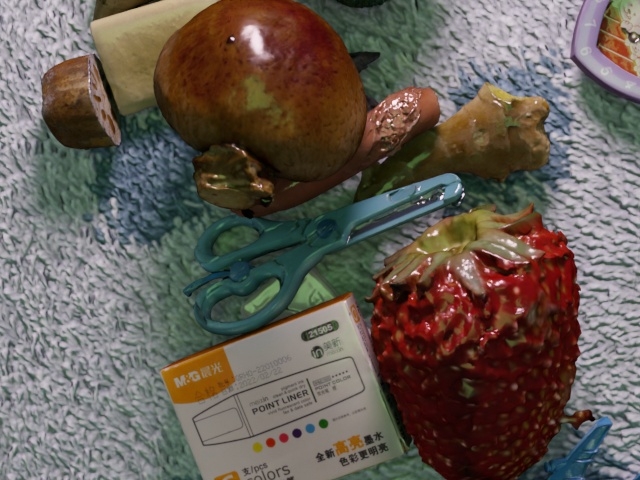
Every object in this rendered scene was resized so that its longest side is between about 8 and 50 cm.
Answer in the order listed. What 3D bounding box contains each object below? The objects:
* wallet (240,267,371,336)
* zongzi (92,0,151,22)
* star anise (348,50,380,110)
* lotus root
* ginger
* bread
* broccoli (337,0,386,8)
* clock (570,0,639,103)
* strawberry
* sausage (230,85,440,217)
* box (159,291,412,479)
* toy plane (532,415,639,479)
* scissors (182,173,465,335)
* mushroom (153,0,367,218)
[{"bbox_3d":[-0.011,0.123,1.638,0.124,0.032,0.183,-41,86,1],"label":"wallet"},{"bbox_3d":[-0.208,-0.351,1.639,0.195,0.099,0.197,10,114,-6],"label":"zongzi"},{"bbox_3d":[-0.013,-0.183,1.628,0.205,0.061,0.180,-9,88,3],"label":"star anise"},{"bbox_3d":[-0.313,-0.177,1.625,0.081,0.112,0.122,-18,56,13],"label":"lotus root"},{"bbox_3d":[0.170,-0.102,1.612,0.295,0.086,0.131,-31,100,11],"label":"ginger"},{"bbox_3d":[-0.203,-0.253,1.632,0.178,0.060,0.139,-15,112,1],"label":"bread"},{"bbox_3d":[0.048,-0.433,1.563,0.270,0.270,0.270,-4,57,3],"label":"broccoli"},{"bbox_3d":[0.408,-0.265,1.602,0.172,0.064,0.198,-19,88,3],"label":"clock"},{"bbox_3d":[0.216,0.135,1.525,0.292,0.292,0.343,-27,107,3],"label":"strawberry"},{"bbox_3d":[0.019,-0.108,1.584,0.304,0.078,0.078,-29,87,8],"label":"sausage"},{"bbox_3d":[-0.044,0.214,1.586,0.274,0.091,0.220,-24,91,11],"label":"box"},{"bbox_3d":[0.313,0.352,1.552,0.271,0.105,0.254,-10,111,-17],"label":"toy plane"},{"bbox_3d":[0.000,0.000,1.581,0.393,0.032,0.180,-21,56,10],"label":"scissors"},{"bbox_3d":[-0.073,-0.172,1.495,0.264,0.195,0.283,9,76,-9],"label":"mushroom"}]
